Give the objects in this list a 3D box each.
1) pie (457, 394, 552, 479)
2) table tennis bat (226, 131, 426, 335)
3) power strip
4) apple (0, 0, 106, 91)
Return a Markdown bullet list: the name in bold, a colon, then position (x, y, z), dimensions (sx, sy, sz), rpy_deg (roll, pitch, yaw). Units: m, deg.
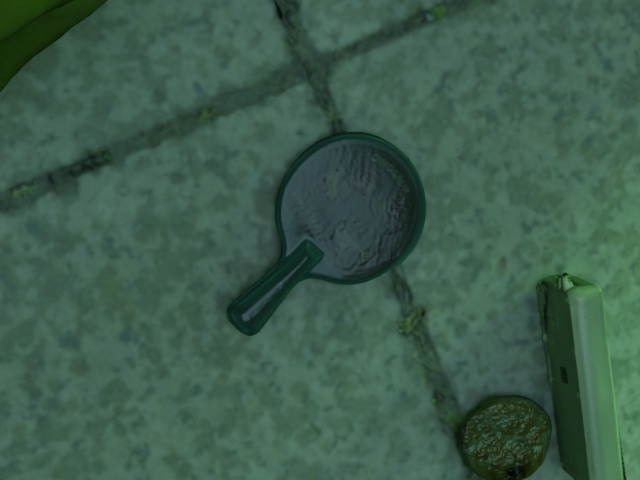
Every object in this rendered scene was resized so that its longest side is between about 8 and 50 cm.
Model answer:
- **pie**: position (0.158, 0.171, 1.349), dimensions (0.085, 0.017, 0.085), rpy_deg (-2, 99, -10)
- **table tennis bat**: position (0.000, 0.000, 1.292), dimensions (0.201, 0.033, 0.124), rpy_deg (-46, 101, -7)
- **power strip**: position (0.219, 0.119, 1.321), dimensions (0.035, 0.081, 0.192), rpy_deg (-10, 98, -10)
- **apple**: position (-0.324, -0.269, 0.994), dimensions (0.474, 0.473, 0.473), rpy_deg (-1, 98, -10)
